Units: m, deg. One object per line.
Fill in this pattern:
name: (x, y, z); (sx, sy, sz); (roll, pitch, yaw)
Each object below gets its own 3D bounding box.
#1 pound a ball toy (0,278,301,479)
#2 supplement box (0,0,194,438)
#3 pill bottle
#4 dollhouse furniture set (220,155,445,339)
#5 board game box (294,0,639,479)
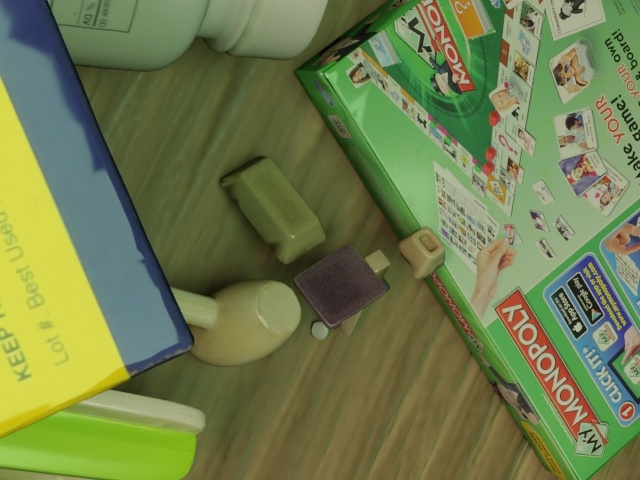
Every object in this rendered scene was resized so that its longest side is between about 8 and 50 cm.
pound a ball toy: (-0.182, 0.102, 0.754); (0.319, 0.136, 0.208); (13, 66, -24)
supplement box: (-0.256, 0.015, 0.523); (0.357, 0.195, 0.194); (-23, 97, -13)
pill bottle: (-0.116, -0.153, 0.730); (0.229, 0.131, 0.131); (3, 95, -23)
dollhouse furniture set: (0.000, 0.000, 0.857); (0.091, 0.081, 0.114); (-32, 75, -23)
board game box: (0.154, -0.035, 0.906); (0.213, 0.046, 0.317); (-37, 109, -14)
